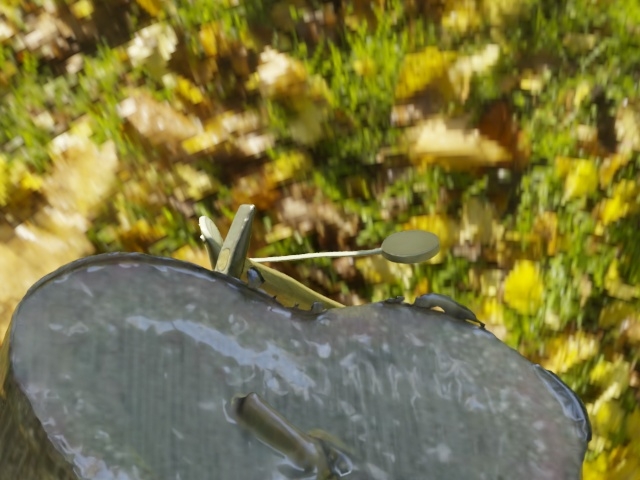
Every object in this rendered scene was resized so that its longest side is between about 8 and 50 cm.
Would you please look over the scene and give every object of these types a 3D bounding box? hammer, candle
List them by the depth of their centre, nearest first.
[{"bbox_3d":[-0.009,0.086,0.553,0.192,0.068,0.168,12,42,-14],"label":"candle"},{"bbox_3d":[0.008,0.040,1.050,0.013,0.199,0.062,3,72,40],"label":"hammer"}]

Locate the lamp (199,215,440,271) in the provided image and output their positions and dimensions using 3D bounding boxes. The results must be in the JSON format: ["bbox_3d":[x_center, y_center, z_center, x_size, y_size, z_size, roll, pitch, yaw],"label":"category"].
[{"bbox_3d":[0.000,0.000,1.510,0.198,0.050,0.056,-6,115,-2],"label":"lamp"}]
